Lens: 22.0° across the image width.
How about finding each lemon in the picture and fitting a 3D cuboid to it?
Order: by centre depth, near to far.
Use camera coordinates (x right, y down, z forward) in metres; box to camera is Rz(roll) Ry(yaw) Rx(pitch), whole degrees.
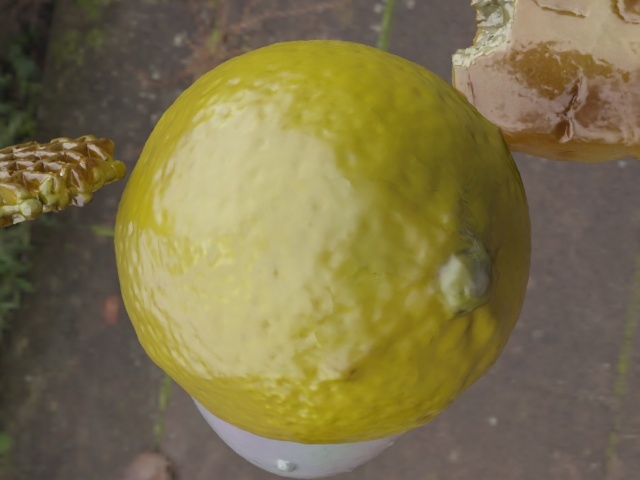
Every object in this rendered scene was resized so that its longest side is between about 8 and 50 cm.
[{"bbox_3d":[-0.001,0.000,1.257,0.336,0.336,0.336,-6,82,45],"label":"lemon"}]

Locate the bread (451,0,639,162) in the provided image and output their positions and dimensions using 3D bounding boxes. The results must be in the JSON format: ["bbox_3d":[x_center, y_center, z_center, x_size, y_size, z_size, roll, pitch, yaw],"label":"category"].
[{"bbox_3d":[0.301,-0.171,1.622,0.344,0.149,0.195,4,105,19],"label":"bread"}]

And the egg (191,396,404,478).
[{"bbox_3d":[-0.005,0.110,1.877,0.354,0.354,0.340,31,129,43],"label":"egg"}]

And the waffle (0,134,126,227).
[{"bbox_3d":[-0.241,-0.043,1.245,0.191,0.191,0.038,6,113,46],"label":"waffle"}]
